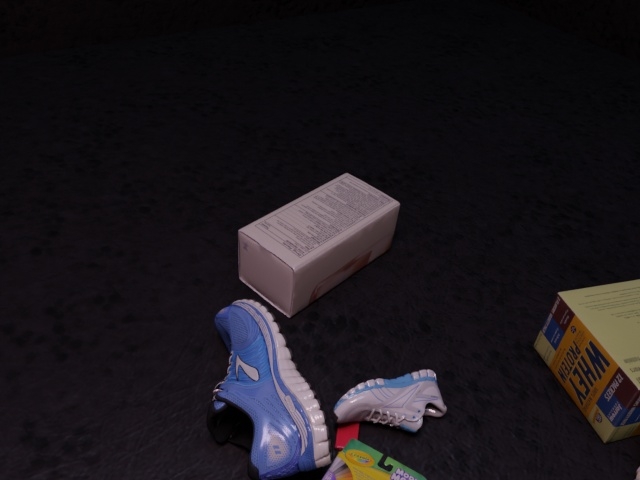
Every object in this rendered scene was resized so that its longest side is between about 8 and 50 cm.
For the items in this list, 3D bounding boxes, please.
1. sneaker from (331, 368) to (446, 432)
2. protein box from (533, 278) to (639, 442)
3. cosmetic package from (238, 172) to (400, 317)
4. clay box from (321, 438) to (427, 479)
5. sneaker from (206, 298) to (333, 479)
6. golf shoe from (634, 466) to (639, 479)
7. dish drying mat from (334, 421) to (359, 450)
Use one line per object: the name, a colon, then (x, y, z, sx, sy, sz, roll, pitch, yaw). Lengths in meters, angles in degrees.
sneaker: (0.110, 0.253, 0.879, 0.190, 0.071, 0.083, -8, 50, -23)
protein box: (0.502, 0.186, 0.951, 0.199, 0.136, 0.201, -7, 40, -15)
cosmetic package: (0.000, 0.000, 1.134, 0.296, 0.129, 0.153, -30, 52, -36)
clay box: (0.038, 0.370, 0.742, 0.127, 0.053, 0.222, 23, 41, 22)
sneaker: (-0.108, 0.208, 0.862, 0.147, 0.130, 0.330, -18, 35, -17)
golf shoe: (0.445, 0.351, 0.766, 0.140, 0.115, 0.306, 10, 38, 11)
dish drying mat: (0.042, 0.281, 0.888, 0.032, 0.008, 0.083, 9, 40, 4)
